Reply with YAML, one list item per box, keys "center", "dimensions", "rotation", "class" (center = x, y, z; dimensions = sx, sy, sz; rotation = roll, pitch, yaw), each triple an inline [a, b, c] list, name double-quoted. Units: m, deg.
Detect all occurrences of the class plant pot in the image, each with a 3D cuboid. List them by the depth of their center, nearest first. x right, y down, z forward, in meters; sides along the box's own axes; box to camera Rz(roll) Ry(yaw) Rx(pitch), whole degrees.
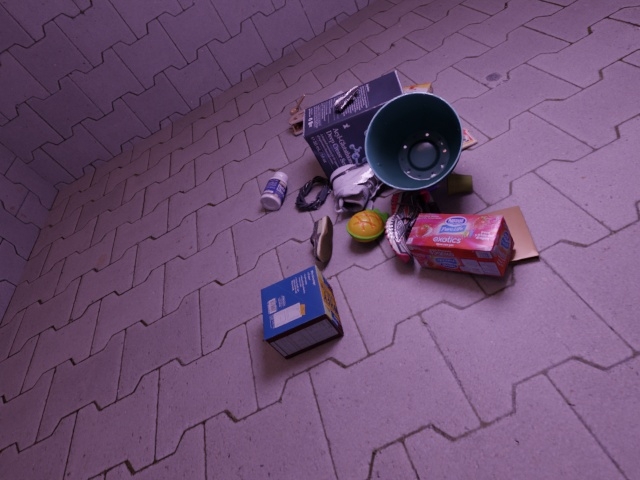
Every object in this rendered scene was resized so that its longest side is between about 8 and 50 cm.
- center: [0.317, -0.297, 1.302]
  dimensions: [0.293, 0.235, 0.292]
  rotation: [0, 90, 22]
  class: "plant pot"
- center: [0.473, -0.194, 1.359]
  dimensions: [0.079, 0.083, 0.083]
  rotation: [-2, 49, 15]
  class: "plant pot"

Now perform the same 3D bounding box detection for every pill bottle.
- center: [-0.200, -0.225, 1.788]
  dimensions: [0.094, 0.094, 0.169]
  rotation: [-5, 49, 28]
  class: "pill bottle"

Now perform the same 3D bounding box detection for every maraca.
- center: [0.170, -0.059, 1.402]
  dimensions: [0.127, 0.099, 0.186]
  rotation: [30, 48, 25]
  class: "maraca"

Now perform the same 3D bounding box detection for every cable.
- center: [-0.031, -0.202, 1.706]
  dimensions: [0.151, 0.047, 0.184]
  rotation: [-6, 51, 34]
  class: "cable"

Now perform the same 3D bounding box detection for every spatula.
- center: [0.382, -0.138, 1.390]
  dimensions: [0.084, 0.030, 0.296]
  rotation: [-21, 43, 16]
  class: "spatula"

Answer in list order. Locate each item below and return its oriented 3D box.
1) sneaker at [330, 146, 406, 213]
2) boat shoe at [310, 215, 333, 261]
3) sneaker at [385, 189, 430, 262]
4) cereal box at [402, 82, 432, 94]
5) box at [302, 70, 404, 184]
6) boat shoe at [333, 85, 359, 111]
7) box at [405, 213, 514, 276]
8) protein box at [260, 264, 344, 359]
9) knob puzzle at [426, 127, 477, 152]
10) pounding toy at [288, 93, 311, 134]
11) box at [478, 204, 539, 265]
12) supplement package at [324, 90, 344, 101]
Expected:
- center: [0.204, -0.221, 1.507]
  dimensions: [0.366, 0.137, 0.210]
  rotation: [-19, 44, 23]
  class: "sneaker"
- center: [0.000, -0.001, 1.470]
  dimensions: [0.074, 0.080, 0.223]
  rotation: [-19, 38, 24]
  class: "boat shoe"
- center: [0.286, -0.063, 1.301]
  dimensions: [0.112, 0.121, 0.299]
  rotation: [-15, 44, 33]
  class: "sneaker"
- center: [0.394, -0.619, 1.824]
  dimensions: [0.173, 0.047, 0.240]
  rotation: [5, 54, 35]
  class: "cereal box"
- center: [0.170, -0.430, 1.602]
  dimensions: [0.396, 0.293, 0.211]
  rotation: [-19, 44, 17]
  class: "box"
- center: [0.103, -0.524, 1.483]
  dimensions: [0.125, 0.038, 0.046]
  rotation: [-44, 0, -19]
  class: "boat shoe"
- center: [0.395, 0.008, 1.144]
  dimensions: [0.257, 0.128, 0.122]
  rotation: [5, 57, 45]
  class: "box"
- center: [-0.061, 0.221, 1.247]
  dimensions: [0.201, 0.136, 0.199]
  rotation: [-25, 42, 10]
  class: "protein box"
- center: [0.484, -0.402, 1.560]
  dimensions: [0.213, 0.030, 0.213]
  rotation: [-13, 44, 13]
  class: "knob puzzle"
- center: [-0.088, -0.650, 2.074]
  dimensions: [0.270, 0.154, 0.154]
  rotation: [17, 57, 41]
  class: "pounding toy"
- center: [0.528, -0.008, 1.182]
  dimensions: [0.165, 0.021, 0.201]
  rotation: [-15, 44, 20]
  class: "box"
- center: [0.124, -0.592, 1.899]
  dimensions: [0.134, 0.139, 0.244]
  rotation: [-36, 41, -5]
  class: "supplement package"
